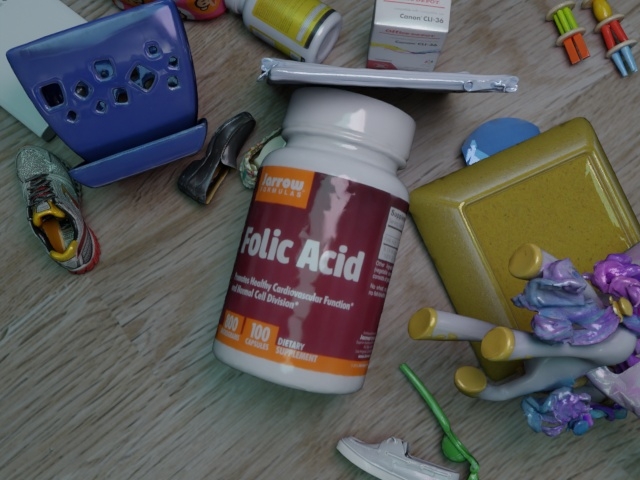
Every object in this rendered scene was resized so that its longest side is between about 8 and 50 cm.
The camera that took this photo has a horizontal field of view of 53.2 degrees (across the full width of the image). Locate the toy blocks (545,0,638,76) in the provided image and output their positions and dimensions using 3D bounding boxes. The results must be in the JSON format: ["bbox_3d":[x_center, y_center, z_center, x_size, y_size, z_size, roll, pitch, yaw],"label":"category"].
[{"bbox_3d":[0.464,-0.338,1.081,0.123,0.054,0.148,-20,81,-4],"label":"toy blocks"}]

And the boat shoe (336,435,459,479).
[{"bbox_3d":[0.114,0.324,0.940,0.184,0.066,0.063,21,84,26],"label":"boat shoe"}]

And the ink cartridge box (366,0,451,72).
[{"bbox_3d":[0.137,-0.335,1.008,0.115,0.198,0.067,6,80,2],"label":"ink cartridge box"}]

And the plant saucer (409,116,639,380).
[{"bbox_3d":[0.352,0.007,0.989,0.333,0.081,0.332,-24,87,-5],"label":"plant saucer"}]

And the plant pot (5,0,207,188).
[{"bbox_3d":[-0.290,-0.211,0.960,0.236,0.236,0.212,-20,105,-5],"label":"plant pot"}]

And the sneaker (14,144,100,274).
[{"bbox_3d":[-0.422,-0.057,1.014,0.088,0.092,0.225,-29,80,-5],"label":"sneaker"}]

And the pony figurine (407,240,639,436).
[{"bbox_3d":[0.353,0.125,0.814,0.364,0.351,0.302,19,50,-27],"label":"pony figurine"}]

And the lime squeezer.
[{"bbox_3d":[0.188,0.340,0.969,0.110,0.059,0.310,-9,80,29],"label":"lime squeezer"}]

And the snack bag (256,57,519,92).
[{"bbox_3d":[0.071,-0.236,0.920,0.323,0.342,0.037,2,103,-4],"label":"snack bag"}]

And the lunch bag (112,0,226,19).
[{"bbox_3d":[-0.264,-0.533,1.093,0.258,0.120,0.293,8,78,6],"label":"lunch bag"}]

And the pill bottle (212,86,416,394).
[{"bbox_3d":[0.000,0.000,0.914,0.224,0.224,0.392,14,87,3],"label":"pill bottle"}]

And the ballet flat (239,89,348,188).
[{"bbox_3d":[-0.030,-0.167,1.041,0.241,0.077,0.091,-42,81,-7],"label":"ballet flat"}]

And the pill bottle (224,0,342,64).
[{"bbox_3d":[-0.063,-0.375,1.065,0.184,0.103,0.103,34,82,5],"label":"pill bottle"}]

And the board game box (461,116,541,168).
[{"bbox_3d":[0.308,-0.117,1.053,0.133,0.033,0.168,-19,88,-4],"label":"board game box"}]

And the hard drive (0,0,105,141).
[{"bbox_3d":[-0.516,-0.337,1.092,0.308,0.040,0.203,38,82,6],"label":"hard drive"}]

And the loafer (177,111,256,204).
[{"bbox_3d":[-0.155,-0.131,1.038,0.061,0.062,0.170,38,92,23],"label":"loafer"}]
